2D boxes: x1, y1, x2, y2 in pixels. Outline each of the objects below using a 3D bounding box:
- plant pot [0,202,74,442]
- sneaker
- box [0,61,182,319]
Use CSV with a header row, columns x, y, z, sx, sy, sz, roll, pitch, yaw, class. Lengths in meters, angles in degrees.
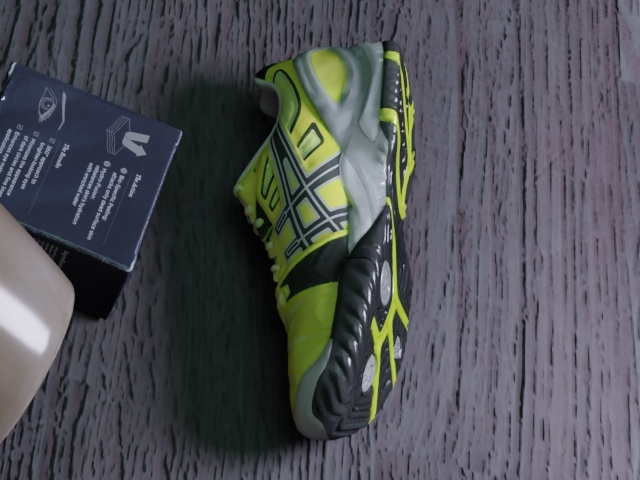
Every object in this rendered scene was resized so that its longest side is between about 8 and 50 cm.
x,y,z,sx,sy,sz,roll,pitch,yaw,class
-0.345,0.038,1.214,0.280,0.323,0.323,36,51,-19,plant pot
0.000,0.000,1.488,0.147,0.145,0.385,-1,58,12,sneaker
-0.219,-0.041,1.422,0.158,0.093,0.156,22,53,-7,box
